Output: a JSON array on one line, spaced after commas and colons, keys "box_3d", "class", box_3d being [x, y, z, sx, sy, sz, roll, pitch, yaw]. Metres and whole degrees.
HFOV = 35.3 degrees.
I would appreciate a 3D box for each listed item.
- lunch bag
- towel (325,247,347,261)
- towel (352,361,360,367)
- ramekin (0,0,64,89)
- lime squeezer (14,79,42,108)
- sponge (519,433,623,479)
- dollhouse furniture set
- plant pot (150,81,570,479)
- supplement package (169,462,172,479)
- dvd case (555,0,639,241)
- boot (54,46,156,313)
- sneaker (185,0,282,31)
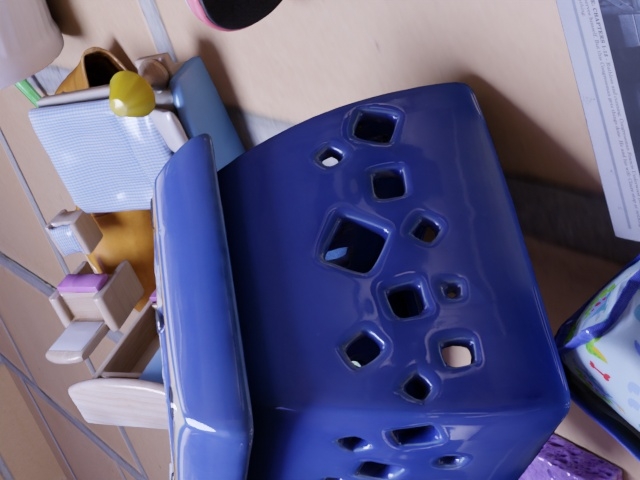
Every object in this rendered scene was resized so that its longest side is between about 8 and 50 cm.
[{"box_3d": [0.201, 0.079, 0.571, 0.129, 0.096, 0.151, 43, 172, 9], "class": "lunch bag"}, {"box_3d": [0.000, 0.000, 0.892, 0.067, 0.029, 0.119, 47, 152, 17], "class": "towel"}, {"box_3d": [0.031, 0.081, 0.878, 0.152, 0.023, 0.113, 35, 143, 39], "class": "towel"}, {"box_3d": [-0.428, -0.249, 1.079, 0.277, 0.277, 0.135, 28, 134, 44], "class": "ramekin"}, {"box_3d": [-0.443, -0.254, 1.352, 0.310, 0.059, 0.110, 36, 177, 33], "class": "lime squeezer"}, {"box_3d": [0.161, 0.193, 0.835, 0.210, 0.031, 0.117, 24, 139, 47], "class": "sponge"}, {"box_3d": [-0.222, -0.003, 0.957, 0.286, 0.198, 0.303, -2, 126, 30], "class": "dollhouse furniture set"}, {"box_3d": [0.002, 0.061, 0.657, 0.236, 0.212, 0.236, 101, 161, -57], "class": "plant pot"}, {"box_3d": [-0.058, 0.393, 1.256, 0.262, 0.145, 0.204, 33, 132, 38], "class": "supplement package"}, {"box_3d": [0.218, -0.063, 0.454, 0.238, 0.029, 0.179, 16, 134, 54], "class": "dvd case"}, {"box_3d": [-0.211, -0.052, 1.109, 0.295, 0.104, 0.211, 62, 154, -2], "class": "boot"}, {"box_3d": [-0.105, -0.289, 0.652, 0.136, 0.116, 0.314, 38, 148, 36], "class": "sneaker"}]
